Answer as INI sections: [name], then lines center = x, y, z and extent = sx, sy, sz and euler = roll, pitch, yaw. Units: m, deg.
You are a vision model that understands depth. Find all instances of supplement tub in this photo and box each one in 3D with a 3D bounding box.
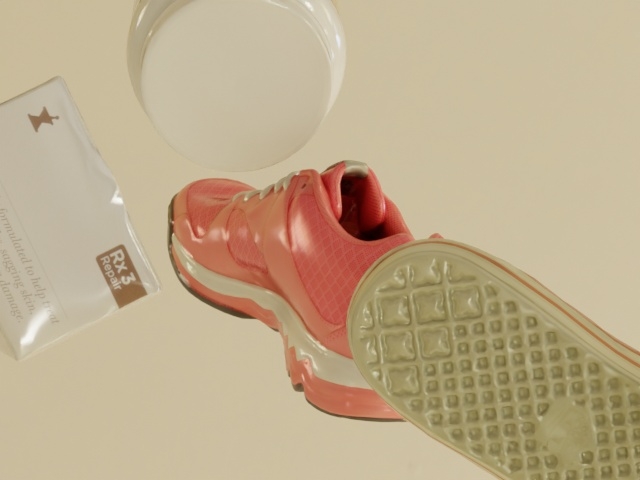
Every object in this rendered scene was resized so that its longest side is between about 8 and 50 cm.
[supplement tub]
center = -0.057, -0.141, 1.196
extent = 0.144, 0.144, 0.200
euler = 1, -155, -3

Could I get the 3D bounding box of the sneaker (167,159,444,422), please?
[sneaker]
center = 0.001, 0.000, 1.183
extent = 0.116, 0.136, 0.314
euler = 1, -158, -32

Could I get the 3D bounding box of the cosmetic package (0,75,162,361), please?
[cosmetic package]
center = -0.159, -0.009, 0.919
extent = 0.085, 0.231, 0.117
euler = -27, -85, -12

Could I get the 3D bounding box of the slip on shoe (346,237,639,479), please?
[slip on shoe]
center = 0.154, 0.113, 0.894
extent = 0.331, 0.123, 0.101
euler = 38, -170, -4
